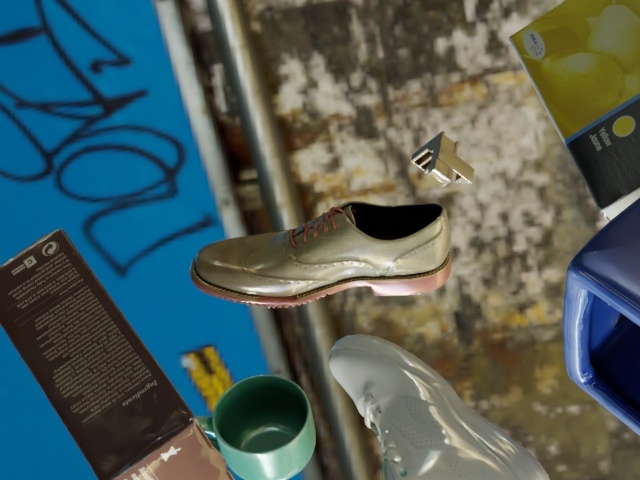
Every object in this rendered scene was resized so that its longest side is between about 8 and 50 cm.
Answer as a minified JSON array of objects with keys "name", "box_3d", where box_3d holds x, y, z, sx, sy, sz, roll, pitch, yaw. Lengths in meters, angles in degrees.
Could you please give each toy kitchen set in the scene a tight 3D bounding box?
[{"name":"toy kitchen set","box_3d":[0.179,-0.100,1.926,0.068,0.075,0.083,34,-135,-19]}]

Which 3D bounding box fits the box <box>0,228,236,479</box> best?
[{"name":"box","box_3d":[-0.268,0.182,1.622,0.381,0.143,0.191,45,165,38]}]

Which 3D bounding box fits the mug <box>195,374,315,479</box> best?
[{"name":"mug","box_3d":[-0.083,0.254,1.721,0.129,0.158,0.097,-51,-33,-32]}]

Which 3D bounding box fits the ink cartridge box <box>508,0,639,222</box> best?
[{"name":"ink cartridge box","box_3d":[0.410,-0.209,1.509,0.072,0.307,0.303,36,-154,-46]}]

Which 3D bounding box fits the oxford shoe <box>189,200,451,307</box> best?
[{"name":"oxford shoe","box_3d":[0.000,0.000,1.695,0.123,0.348,0.130,-103,9,-47]}]

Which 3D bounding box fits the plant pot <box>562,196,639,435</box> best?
[{"name":"plant pot","box_3d":[0.327,0.055,0.918,0.236,0.212,0.236,38,166,24]}]

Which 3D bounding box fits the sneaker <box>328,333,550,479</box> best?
[{"name":"sneaker","box_3d":[0.071,0.157,1.010,0.094,0.212,0.080,-42,-31,-22]}]
